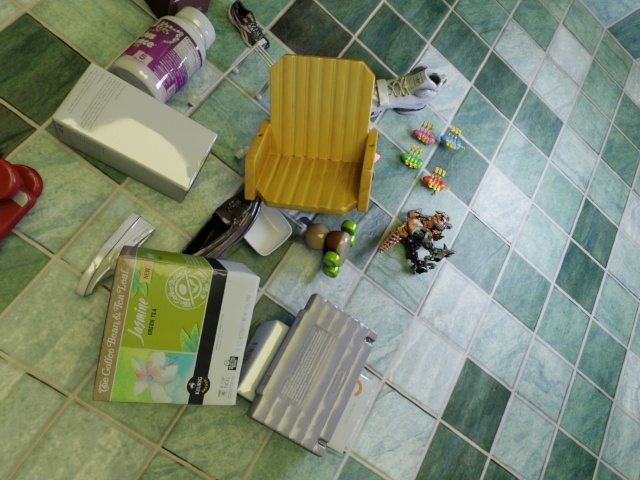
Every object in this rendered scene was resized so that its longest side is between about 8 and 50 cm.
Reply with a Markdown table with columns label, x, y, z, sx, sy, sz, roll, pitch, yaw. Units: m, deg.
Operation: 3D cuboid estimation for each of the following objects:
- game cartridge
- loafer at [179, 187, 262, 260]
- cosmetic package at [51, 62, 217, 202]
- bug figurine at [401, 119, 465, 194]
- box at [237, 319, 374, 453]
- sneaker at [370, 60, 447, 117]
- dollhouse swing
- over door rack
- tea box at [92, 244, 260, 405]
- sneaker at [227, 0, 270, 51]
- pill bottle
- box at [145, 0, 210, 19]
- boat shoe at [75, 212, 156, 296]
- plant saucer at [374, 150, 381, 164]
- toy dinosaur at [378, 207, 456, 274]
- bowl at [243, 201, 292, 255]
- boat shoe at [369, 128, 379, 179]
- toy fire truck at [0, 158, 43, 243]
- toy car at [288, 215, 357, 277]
| label | x | y | z | sx | sy | sz | roll | pitch | yaw |
| --- | --- | --- | --- | --- | --- | --- | --- | --- | --- |
| game cartridge | -0.015 | 0.343 | 1.195 | 0.230 | 0.068 | 0.355 | 34 | 66 | -10 |
| loafer | -0.279 | -0.036 | 1.285 | 0.302 | 0.109 | 0.095 | -55 | 144 | -12 |
| cosmetic package | -0.496 | -0.282 | 1.247 | 0.366 | 0.155 | 0.196 | 30 | 69 | -16 |
| bug figurine | 0.421 | -0.319 | 1.716 | 0.216 | 0.072 | 0.278 | 29 | 73 | -9 |
| box | -0.060 | 0.407 | 1.285 | 0.345 | 0.168 | 0.215 | 36 | 66 | -13 |
| sneaker | 0.267 | -0.541 | 1.617 | 0.366 | 0.210 | 0.137 | -6 | 81 | -25 |
| dollhouse swing | -0.017 | -0.294 | 1.248 | 0.347 | 0.304 | 0.315 | 8 | 46 | 5 |
| over door rack | -0.224 | -0.444 | 1.445 | 0.324 | 0.108 | 0.239 | -44 | 98 | -11 |
| tea box | -0.354 | 0.205 | 1.126 | 0.324 | 0.220 | 0.328 | 10 | 93 | -21 |
| sneaker | -0.236 | -0.708 | 1.502 | 0.178 | 0.077 | 0.072 | 44 | 66 | -10 |
| pill bottle | -0.442 | -0.535 | 1.319 | 0.169 | 0.169 | 0.301 | 37 | 66 | -13 |
| box | -0.452 | -0.798 | 1.373 | 0.168 | 0.167 | 0.203 | -39 | 96 | -27 |
| boat shoe | -0.530 | 0.045 | 1.193 | 0.084 | 0.095 | 0.258 | 33 | 68 | -10 |
| plant saucer | 0.019 | -0.264 | 1.450 | 0.259 | 0.047 | 0.258 | 37 | 72 | 20 |
| toy dinosaur | 0.340 | -0.003 | 1.595 | 0.322 | 0.164 | 0.218 | -23 | 74 | -9 |
| bowl | -0.176 | -0.035 | 1.394 | 0.142 | 0.053 | 0.142 | -43 | 98 | -25 |
| boat shoe | 0.132 | -0.237 | 1.544 | 0.123 | 0.123 | 0.341 | 22 | 64 | -17 |
| toy fire truck | -0.844 | -0.123 | 1.065 | 0.302 | 0.169 | 0.254 | 40 | 84 | -10 |
| toy car | 0.000 | 0.000 | 1.449 | 0.189 | 0.149 | 0.155 | 24 | 63 | 13 |
